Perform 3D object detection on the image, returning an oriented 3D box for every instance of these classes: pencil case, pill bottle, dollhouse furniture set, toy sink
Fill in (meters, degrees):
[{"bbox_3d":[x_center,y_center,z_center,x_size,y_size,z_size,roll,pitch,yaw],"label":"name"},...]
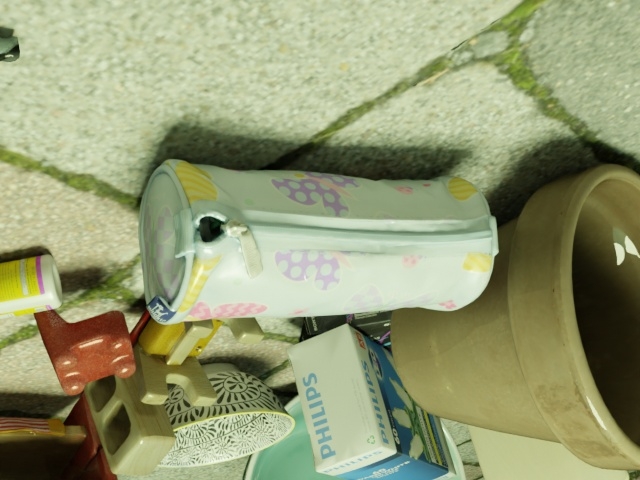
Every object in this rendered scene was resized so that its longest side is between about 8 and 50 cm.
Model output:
[{"bbox_3d":[0.000,0.000,0.678,0.273,0.113,0.124,1,157,-30],"label":"pencil case"},{"bbox_3d":[-0.246,0.039,0.698,0.083,0.043,0.043,-11,152,-9],"label":"pill bottle"},{"bbox_3d":[-0.250,0.147,0.835,0.201,0.152,0.374,12,125,-42],"label":"dollhouse furniture set"},{"bbox_3d":[0.261,0.205,1.069,0.152,0.234,0.131,-25,151,16],"label":"toy sink"}]

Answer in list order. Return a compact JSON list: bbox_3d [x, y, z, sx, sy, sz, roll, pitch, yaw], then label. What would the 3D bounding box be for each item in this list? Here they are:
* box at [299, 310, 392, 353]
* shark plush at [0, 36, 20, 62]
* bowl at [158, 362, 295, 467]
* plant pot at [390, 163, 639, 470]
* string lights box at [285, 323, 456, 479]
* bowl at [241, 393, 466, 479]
[{"bbox_3d":[0.033,0.115,1.005,0.116,0.029,0.162,-10,151,-11],"label":"box"},{"bbox_3d":[-0.233,-0.096,0.446,0.161,0.073,0.067,2,117,-21],"label":"shark plush"},{"bbox_3d":[-0.120,0.187,1.003,0.170,0.080,0.170,-13,152,-7],"label":"bowl"},{"bbox_3d":[0.195,0.084,0.829,0.229,0.263,0.263,-17,158,42],"label":"plant pot"},{"bbox_3d":[0.062,0.194,0.988,0.076,0.133,0.259,-23,153,15],"label":"string lights box"},{"bbox_3d":[0.020,0.336,1.174,0.311,0.312,0.163,-3,170,-24],"label":"bowl"}]
